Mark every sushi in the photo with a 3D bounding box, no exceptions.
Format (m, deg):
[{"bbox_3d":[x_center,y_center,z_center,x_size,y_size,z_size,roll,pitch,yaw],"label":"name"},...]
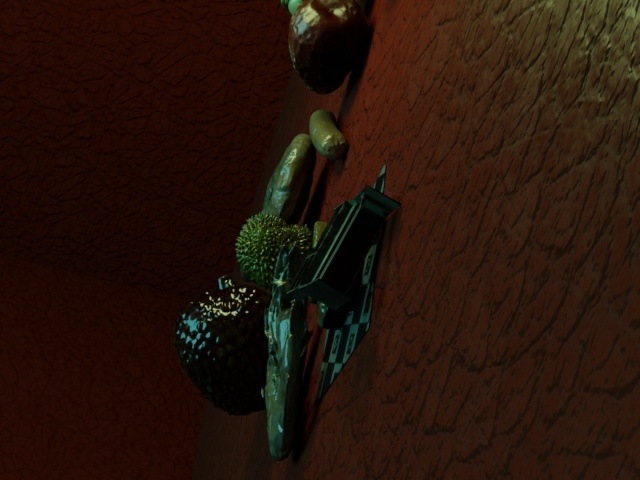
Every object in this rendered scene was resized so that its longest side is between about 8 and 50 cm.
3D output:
[{"bbox_3d":[0.020,0.067,1.542,0.294,0.059,0.292,116,165,-54],"label":"sushi"}]

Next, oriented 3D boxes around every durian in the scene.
[{"bbox_3d":[-0.094,0.024,2.041,0.198,0.159,0.146,-115,45,-78],"label":"durian"}]

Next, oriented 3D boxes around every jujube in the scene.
[{"bbox_3d":[0.015,-0.393,2.082,0.236,0.168,0.168,93,-174,-58],"label":"jujube"}]

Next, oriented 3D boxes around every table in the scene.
[{"bbox_3d":[0.030,0.016,1.400,0.146,0.062,0.175,-61,6,-16],"label":"table"}]

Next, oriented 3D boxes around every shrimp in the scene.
[{"bbox_3d":[-0.088,-0.047,2.258,0.445,0.110,0.221,110,177,-49],"label":"shrimp"},{"bbox_3d":[-0.054,0.178,1.684,0.247,0.085,0.360,113,161,-79],"label":"shrimp"}]

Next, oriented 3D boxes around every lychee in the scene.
[{"bbox_3d":[-0.164,0.201,1.986,0.236,0.236,0.271,144,110,-78],"label":"lychee"}]

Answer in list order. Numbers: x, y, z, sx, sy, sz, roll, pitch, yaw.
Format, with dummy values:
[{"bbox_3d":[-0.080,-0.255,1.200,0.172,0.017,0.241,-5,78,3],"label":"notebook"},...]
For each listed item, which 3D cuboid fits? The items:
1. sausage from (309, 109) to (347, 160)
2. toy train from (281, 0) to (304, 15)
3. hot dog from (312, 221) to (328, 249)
[{"bbox_3d":[0.013,-0.213,2.079,0.301,0.066,0.066,-102,27,-75],"label":"sausage"},{"bbox_3d":[0.019,-0.583,2.180,0.271,0.159,0.188,-57,-16,-35],"label":"toy train"},{"bbox_3d":[0.000,0.000,1.895,0.090,0.030,0.034,-87,12,-57],"label":"hot dog"}]
